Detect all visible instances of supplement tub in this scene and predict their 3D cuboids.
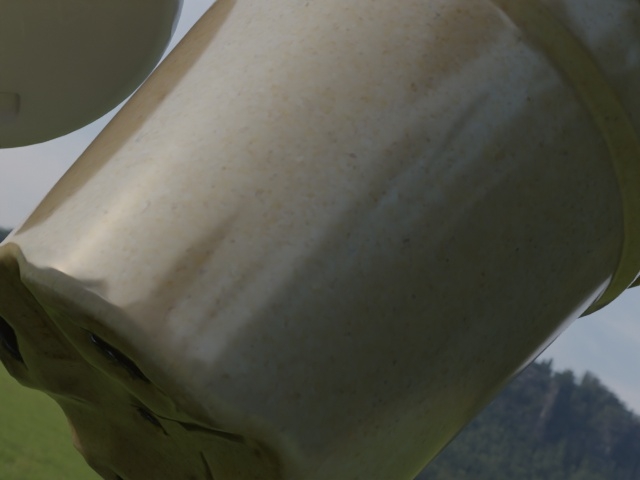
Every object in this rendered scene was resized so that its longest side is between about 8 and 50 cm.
[{"bbox_3d":[-0.263,-0.250,0.786,0.324,0.235,0.235,57,6,33],"label":"supplement tub"}]

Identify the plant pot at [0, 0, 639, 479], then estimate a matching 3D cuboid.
[{"bbox_3d":[0.000,0.000,0.586,0.334,0.305,0.333,31,-31,21],"label":"plant pot"}]
